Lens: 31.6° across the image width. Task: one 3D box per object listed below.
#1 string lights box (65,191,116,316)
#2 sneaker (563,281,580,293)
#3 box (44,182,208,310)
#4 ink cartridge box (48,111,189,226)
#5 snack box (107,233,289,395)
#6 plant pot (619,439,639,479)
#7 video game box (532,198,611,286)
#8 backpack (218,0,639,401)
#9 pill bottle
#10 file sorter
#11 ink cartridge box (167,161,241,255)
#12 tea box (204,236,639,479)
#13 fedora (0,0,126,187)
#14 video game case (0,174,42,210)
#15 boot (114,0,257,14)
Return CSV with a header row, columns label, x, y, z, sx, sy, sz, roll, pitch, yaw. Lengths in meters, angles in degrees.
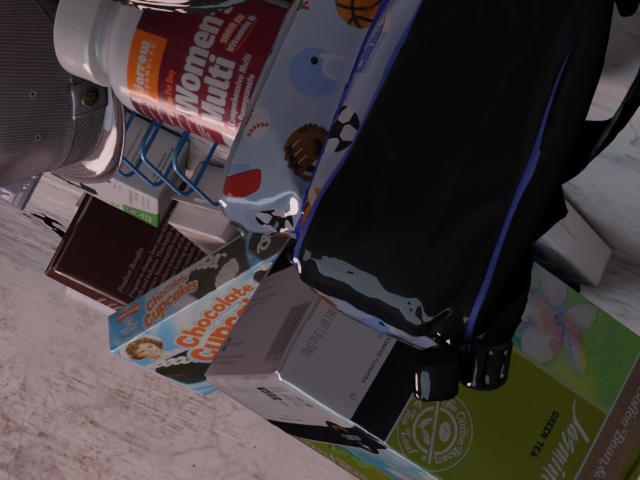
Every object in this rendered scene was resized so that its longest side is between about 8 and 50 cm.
label,x,y,z,sx,sy,sz,roll,pitch,yaw
string lights box,-0.325,0.022,1.800,0.133,0.077,0.260,25,142,2
sneaker,0.233,0.055,1.180,0.073,0.063,0.162,16,164,21
box,-0.174,0.049,1.601,0.381,0.191,0.143,30,166,-16
ink cartridge box,-0.275,-0.112,1.393,0.208,0.087,0.153,26,166,-1
snack box,-0.084,0.078,1.408,0.322,0.060,0.187,-31,141,22
plant pot,0.235,0.296,1.575,0.353,0.366,0.366,33,169,17
video game box,0.141,-0.033,1.039,0.187,0.048,0.205,15,163,45
backpack,0.069,-0.054,0.674,0.213,0.276,0.263,27,174,16
pill bottle,-0.086,-0.142,0.875,0.221,0.121,0.121,21,166,15
file sorter,-0.168,-0.117,1.151,0.170,0.104,0.118,18,164,28
ink cartridge box,-0.112,-0.028,1.414,0.092,0.090,0.143,15,162,34
tea box,0.099,0.128,1.111,0.323,0.220,0.329,33,165,-9
fedora,-0.305,-0.137,1.046,0.243,0.124,0.275,32,139,15
video game case,-0.499,-0.164,1.538,0.274,0.026,0.196,28,137,-13
boot,-0.163,-0.252,0.632,0.338,0.118,0.223,15,158,22
